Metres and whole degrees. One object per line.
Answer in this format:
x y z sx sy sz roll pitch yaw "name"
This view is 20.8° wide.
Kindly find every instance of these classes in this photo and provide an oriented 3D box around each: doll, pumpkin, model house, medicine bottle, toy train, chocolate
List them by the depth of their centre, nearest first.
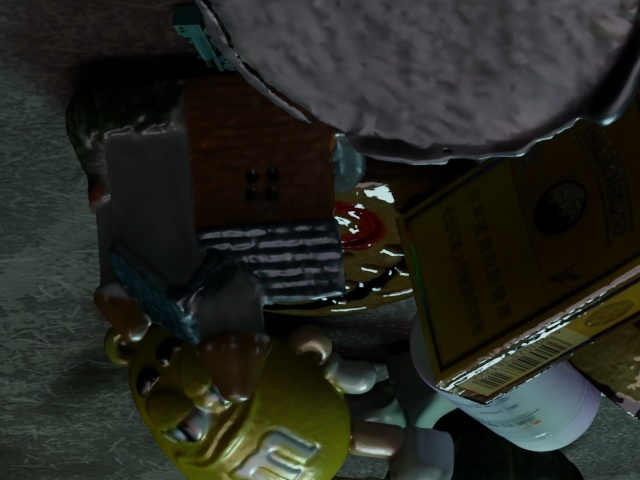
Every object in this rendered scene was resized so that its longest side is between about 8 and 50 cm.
0.081 -0.224 1.129 0.303 0.213 0.303 8 135 8 "chocolate"
-0.093 -0.170 1.477 0.045 0.029 0.092 1 158 13 "toy train"
-0.083 0.011 1.544 0.271 0.301 0.190 -3 157 -1 "model house"
0.223 0.147 2.060 0.152 0.152 0.254 -13 153 24 "medicine bottle"
-0.050 0.255 2.116 0.423 0.348 0.161 0 -160 -6 "doll"
0.240 0.384 2.520 0.300 0.207 0.300 -1 157 0 "pumpkin"

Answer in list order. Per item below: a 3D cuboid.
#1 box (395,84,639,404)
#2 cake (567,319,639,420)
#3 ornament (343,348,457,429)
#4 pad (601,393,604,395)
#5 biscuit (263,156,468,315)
0.219 -0.003 1.608 0.301 0.193 0.084 -34 143 31 "box"
0.371 0.086 1.933 0.207 0.185 0.178 32 105 -33 "cake"
0.063 0.215 2.227 0.285 0.130 0.120 -13 153 22 "ornament"
0.326 0.169 2.296 0.232 0.004 0.156 10 153 -26 "pad"
0.000 0.001 1.829 0.314 0.063 0.367 10 154 -28 "biscuit"
